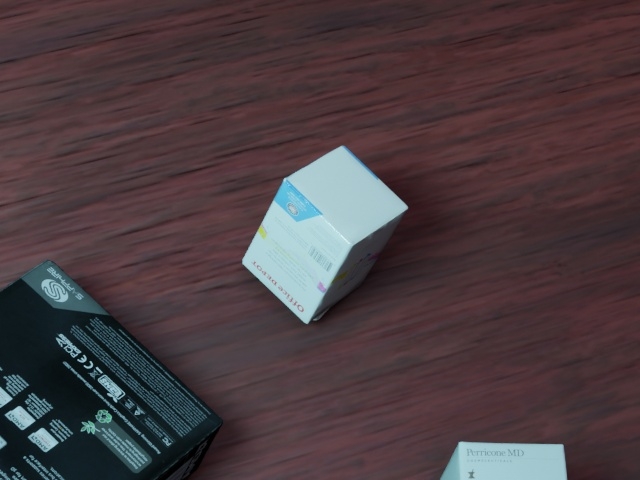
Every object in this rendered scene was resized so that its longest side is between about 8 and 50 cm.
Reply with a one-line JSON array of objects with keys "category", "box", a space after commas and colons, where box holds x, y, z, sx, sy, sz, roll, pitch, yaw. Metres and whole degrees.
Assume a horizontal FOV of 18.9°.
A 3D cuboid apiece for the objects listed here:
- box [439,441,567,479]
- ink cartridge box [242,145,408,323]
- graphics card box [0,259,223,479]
[{"category": "box", "box": [0.167, 0.240, 1.745, 0.101, 0.102, 0.087, 2, 61, -7]}, {"category": "ink cartridge box", "box": [0.000, 0.000, 1.827, 0.092, 0.143, 0.090, 44, 47, 14]}, {"category": "graphics card box", "box": [-0.288, 0.194, 1.645, 0.233, 0.094, 0.371, 41, 48, 12]}]
